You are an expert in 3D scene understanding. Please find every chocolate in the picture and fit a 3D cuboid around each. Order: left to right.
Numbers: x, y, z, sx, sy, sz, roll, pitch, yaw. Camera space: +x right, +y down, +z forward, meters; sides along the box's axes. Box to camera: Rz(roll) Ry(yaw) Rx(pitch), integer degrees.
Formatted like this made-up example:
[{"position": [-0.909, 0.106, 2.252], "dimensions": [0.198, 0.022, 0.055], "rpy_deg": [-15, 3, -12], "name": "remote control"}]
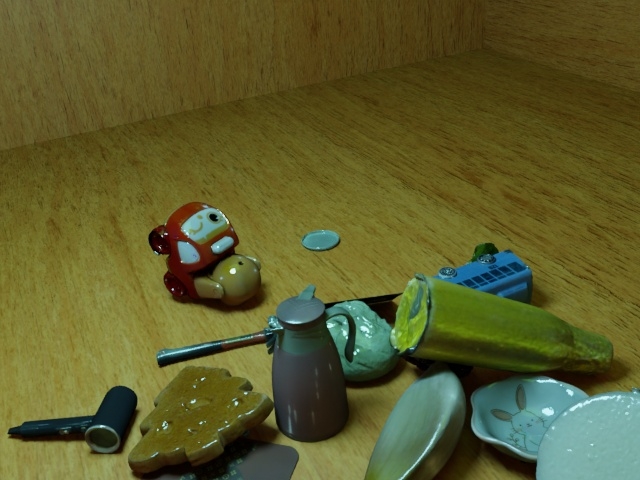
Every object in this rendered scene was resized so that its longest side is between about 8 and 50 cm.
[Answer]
[{"position": [0.359, 0.194, 1.367], "dimensions": [0.445, 0.162, 0.162], "rpy_deg": [15, 24, -16], "name": "chocolate"}]

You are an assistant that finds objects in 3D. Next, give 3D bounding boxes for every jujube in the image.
[{"position": [0.237, 0.233, 1.447], "dimensions": [0.166, 0.104, 0.104], "rpy_deg": [12, 30, 5], "name": "jujube"}]

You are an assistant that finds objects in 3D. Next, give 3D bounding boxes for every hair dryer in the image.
[{"position": [-0.495, 0.354, 1.398], "dimensions": [0.255, 0.070, 0.128], "rpy_deg": [-5, 27, 10], "name": "hair dryer"}]

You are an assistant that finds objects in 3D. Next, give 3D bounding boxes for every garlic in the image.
[{"position": [0.178, 0.343, 1.250], "dimensions": [0.143, 0.112, 0.318], "rpy_deg": [-10, 25, 44], "name": "garlic"}]

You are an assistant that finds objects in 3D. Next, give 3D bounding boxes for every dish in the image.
[{"position": [0.379, 0.336, 1.265], "dimensions": [0.229, 0.081, 0.229], "rpy_deg": [-6, 25, 3], "name": "dish"}]

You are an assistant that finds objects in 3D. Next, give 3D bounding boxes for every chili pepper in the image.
[{"position": [0.414, 0.045, 1.797], "dimensions": [0.073, 0.072, 0.204], "rpy_deg": [10, 32, 29], "name": "chili pepper"}]

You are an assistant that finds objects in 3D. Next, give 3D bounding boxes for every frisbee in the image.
[{"position": [0.000, 0.000, 2.012], "dimensions": [0.110, 0.014, 0.110], "rpy_deg": [-4, 27, 2], "name": "frisbee"}]

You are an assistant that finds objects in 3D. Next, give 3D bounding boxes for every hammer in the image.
[{"position": [-0.225, 0.235, 1.597], "dimensions": [0.288, 0.033, 0.111], "rpy_deg": [-11, 28, -10], "name": "hammer"}]

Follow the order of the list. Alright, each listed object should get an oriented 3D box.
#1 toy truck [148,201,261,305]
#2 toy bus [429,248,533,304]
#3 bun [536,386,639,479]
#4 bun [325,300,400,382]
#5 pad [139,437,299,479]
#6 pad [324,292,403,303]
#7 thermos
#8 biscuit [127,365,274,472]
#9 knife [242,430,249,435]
[{"position": [-0.267, 0.036, 1.749], "dimensions": [0.239, 0.264, 0.189], "rpy_deg": [4, 29, 38], "name": "toy truck"}, {"position": [0.373, 0.118, 1.631], "dimensions": [0.234, 0.116, 0.133], "rpy_deg": [-18, 31, -18], "name": "toy bus"}, {"position": [0.479, 0.373, 1.083], "dimensions": [0.263, 0.175, 0.263], "rpy_deg": [-16, 59, 29], "name": "bun"}, {"position": [0.068, 0.205, 1.509], "dimensions": [0.213, 0.126, 0.204], "rpy_deg": [1, 31, 9], "name": "bun"}, {"position": [-0.185, 0.419, 1.281], "dimensions": [0.267, 0.004, 0.181], "rpy_deg": [5, 30, 17], "name": "pad"}, {"position": [0.059, 0.147, 1.636], "dimensions": [0.246, 0.006, 0.170], "rpy_deg": [-8, -10, -5], "name": "pad"}, {"position": [-0.014, 0.227, 1.334], "dimensions": [0.176, 0.265, 0.146], "rpy_deg": [-15, 30, -21], "name": "thermos"}, {"position": [-0.238, 0.333, 1.382], "dimensions": [0.284, 0.043, 0.306], "rpy_deg": [-22, 23, -7], "name": "biscuit"}, {"position": [-0.179, 0.361, 1.379], "dimensions": [0.096, 0.010, 0.027], "rpy_deg": [12, 33, 29], "name": "knife"}]
